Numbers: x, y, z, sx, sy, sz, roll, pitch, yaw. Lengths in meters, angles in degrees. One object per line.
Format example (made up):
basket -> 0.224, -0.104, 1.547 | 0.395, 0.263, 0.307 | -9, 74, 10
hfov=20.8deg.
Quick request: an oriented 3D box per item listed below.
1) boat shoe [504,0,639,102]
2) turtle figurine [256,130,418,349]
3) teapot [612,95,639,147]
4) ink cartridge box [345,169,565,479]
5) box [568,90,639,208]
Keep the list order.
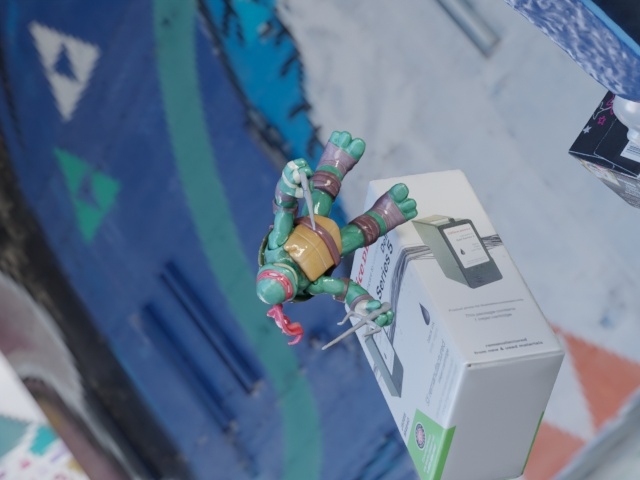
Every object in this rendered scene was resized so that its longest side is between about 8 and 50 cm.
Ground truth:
boat shoe -> 0.151, -0.196, 1.120 | 0.109, 0.258, 0.089 | 4, 56, 56
turtle figurine -> 0.000, 0.000, 1.651 | 0.118, 0.175, 0.234 | -16, 23, 35
teapot -> 0.360, -0.176, 1.446 | 0.256, 0.187, 0.252 | 99, -167, -48
ink cartridge box -> 0.130, 0.089, 1.806 | 0.115, 0.273, 0.198 | -7, -45, -19
box -> 0.458, -0.157, 2.151 | 0.142, 0.163, 0.247 | 35, -92, -29
